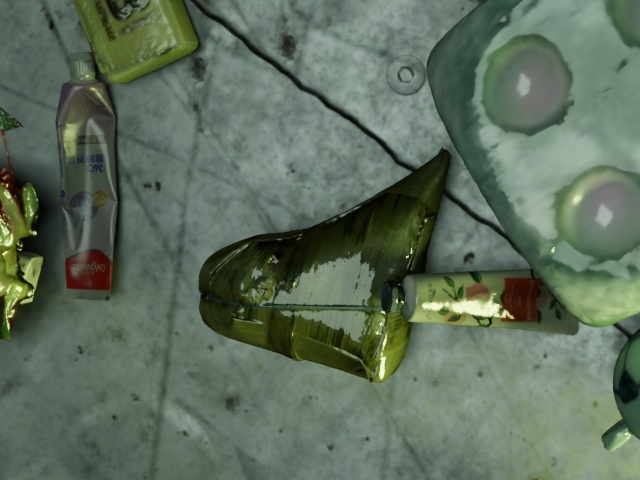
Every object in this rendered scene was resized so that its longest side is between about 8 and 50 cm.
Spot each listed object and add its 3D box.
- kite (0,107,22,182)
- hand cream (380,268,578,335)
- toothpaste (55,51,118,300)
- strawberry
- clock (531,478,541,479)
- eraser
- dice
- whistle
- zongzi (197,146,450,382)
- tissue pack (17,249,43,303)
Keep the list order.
[{"bbox_3d":[-0.459,-0.112,1.849,0.198,0.006,0.244,-10,92,16],"label":"kite"},{"bbox_3d":[0.181,0.065,1.618,0.234,0.050,0.080,1,97,-18],"label":"hand cream"},{"bbox_3d":[-0.283,-0.076,1.784,0.075,0.048,0.301,0,97,12],"label":"toothpaste"},{"bbox_3d":[-0.490,0.015,1.773,0.306,0.137,0.233,6,94,29],"label":"strawberry"},{"bbox_3d":[0.235,0.370,1.658,0.166,0.093,0.162,-35,94,15],"label":"clock"},{"bbox_3d":[-0.229,-0.284,1.743,0.117,0.058,0.172,-22,89,17],"label":"eraser"},{"bbox_3d":[0.329,-0.133,1.459,0.348,0.330,0.328,-32,86,17],"label":"dice"},{"bbox_3d":[0.410,0.130,1.549,0.289,0.163,0.163,-41,83,15],"label":"whistle"},{"bbox_3d":[0.000,0.000,1.670,0.251,0.125,0.274,15,95,6],"label":"zongzi"},{"bbox_3d":[-0.391,0.038,1.823,0.083,0.042,0.062,17,96,15],"label":"tissue pack"}]
